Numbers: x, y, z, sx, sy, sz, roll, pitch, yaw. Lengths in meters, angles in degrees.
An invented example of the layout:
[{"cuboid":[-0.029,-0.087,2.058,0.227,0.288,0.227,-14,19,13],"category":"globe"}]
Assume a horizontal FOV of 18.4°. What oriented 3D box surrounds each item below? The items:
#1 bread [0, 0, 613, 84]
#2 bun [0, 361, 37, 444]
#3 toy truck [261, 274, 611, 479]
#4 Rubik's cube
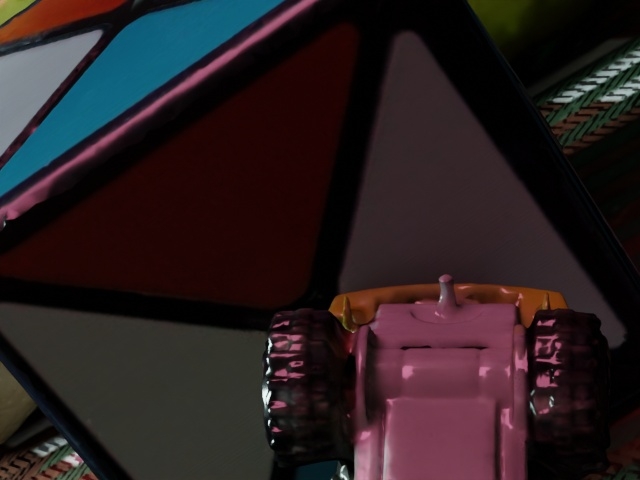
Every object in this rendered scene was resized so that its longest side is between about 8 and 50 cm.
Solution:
[{"cuboid":[-0.004,-0.164,1.175,0.376,0.251,0.208,-33,9,19],"category":"bread"},{"cuboid":[-0.228,0.034,1.231,0.244,0.153,0.243,-23,55,38],"category":"bun"},{"cuboid":[0.044,0.125,0.709,0.136,0.111,0.286,-1,46,7],"category":"toy truck"},{"cuboid":[-0.014,-0.018,0.927,0.250,0.248,0.246,-34,26,9],"category":"Rubik's cube"}]
